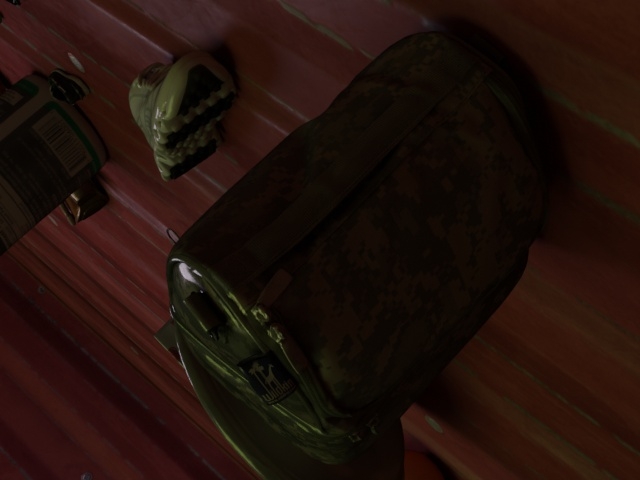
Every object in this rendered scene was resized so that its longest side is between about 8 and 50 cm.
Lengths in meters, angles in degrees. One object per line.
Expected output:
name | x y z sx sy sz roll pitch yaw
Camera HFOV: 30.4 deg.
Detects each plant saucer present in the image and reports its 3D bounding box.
plant saucer | -0.009 0.174 1.529 0.400 0.100 0.400 39 -157 -20

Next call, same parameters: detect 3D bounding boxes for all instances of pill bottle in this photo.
pill bottle | -0.551 -0.092 1.953 0.204 0.361 0.204 41 162 17

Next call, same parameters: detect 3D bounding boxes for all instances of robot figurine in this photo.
robot figurine | 0.125 0.398 1.849 0.158 0.128 0.219 44 162 8

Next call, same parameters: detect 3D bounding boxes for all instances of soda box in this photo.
soda box | -0.216 0.182 2.131 0.092 0.083 0.263 44 179 8

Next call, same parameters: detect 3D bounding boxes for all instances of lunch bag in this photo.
lunch bag | 0.027 0.002 0.927 0.212 0.305 0.256 39 162 21

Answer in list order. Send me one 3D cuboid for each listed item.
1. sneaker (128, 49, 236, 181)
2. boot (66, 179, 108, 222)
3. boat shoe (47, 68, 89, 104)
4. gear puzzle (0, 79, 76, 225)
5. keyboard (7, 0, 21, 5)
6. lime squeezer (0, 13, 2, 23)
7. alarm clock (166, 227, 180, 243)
sneaker | -0.176 -0.162 1.382 0.118 0.110 0.292 55 162 4
boot | -0.473 -0.122 2.215 0.152 0.073 0.197 52 165 8
boat shoe | -0.401 -0.235 1.831 0.125 0.038 0.046 24 151 51
gear puzzle | -0.556 -0.194 2.269 0.175 0.044 0.339 46 164 54
keyboard | -0.489 -0.417 1.669 0.108 0.023 0.180 29 156 28
lime squeezer | -0.631 -0.405 1.962 0.310 0.059 0.110 40 162 23
alarm clock | -0.212 0.053 1.993 0.129 0.064 0.192 24 148 51
